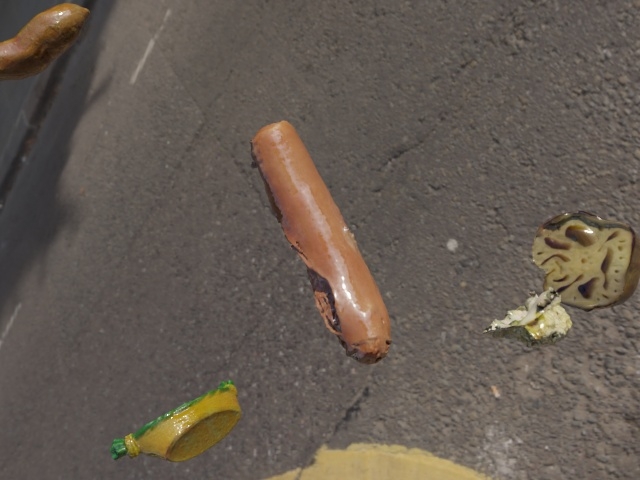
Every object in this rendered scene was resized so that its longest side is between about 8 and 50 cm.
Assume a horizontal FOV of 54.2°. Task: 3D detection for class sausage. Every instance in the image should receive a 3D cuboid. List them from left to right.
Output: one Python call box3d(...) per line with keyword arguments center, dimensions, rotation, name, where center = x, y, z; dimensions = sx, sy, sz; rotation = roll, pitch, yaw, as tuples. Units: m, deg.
box3d(center=(0.000, 0.000, 0.760), dimensions=(0.079, 0.087, 0.326), rotation=(-29, 72, 10), name="sausage")

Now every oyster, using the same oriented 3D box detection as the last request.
box3d(center=(0.326, 0.126, 0.964), dimensions=(0.072, 0.133, 0.209), rotation=(59, 165, 9), name="oyster")

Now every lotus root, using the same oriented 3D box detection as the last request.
box3d(center=(0.548, 0.050, 1.280), dimensions=(0.199, 0.180, 0.188), rotation=(21, 92, 35), name="lotus root")

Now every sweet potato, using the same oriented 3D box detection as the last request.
box3d(center=(-0.348, -0.213, 0.721), dimensions=(0.195, 0.056, 0.056), rotation=(-38, 41, -14), name="sweet potato")

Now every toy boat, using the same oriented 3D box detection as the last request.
box3d(center=(-0.217, 0.294, 1.000), dimensions=(0.088, 0.230, 0.088), rotation=(22, 124, 42), name="toy boat")
